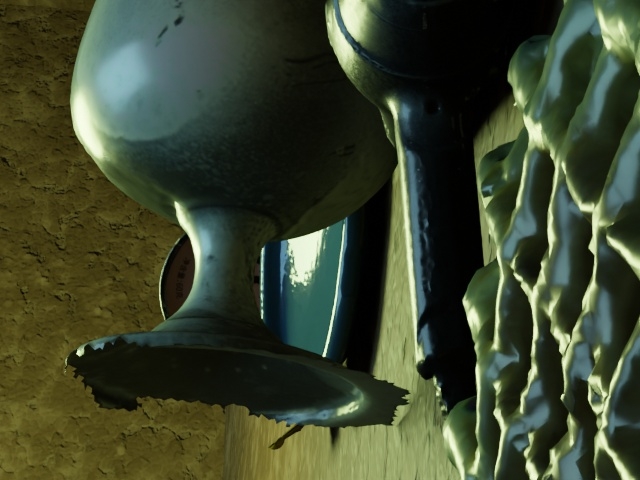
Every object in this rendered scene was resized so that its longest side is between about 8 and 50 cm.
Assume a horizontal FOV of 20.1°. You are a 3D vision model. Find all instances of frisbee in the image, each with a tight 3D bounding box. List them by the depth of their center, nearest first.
[{"bbox_3d":[0.005,0.000,1.417,0.289,0.049,0.289,-176,90,-76],"label":"frisbee"}]

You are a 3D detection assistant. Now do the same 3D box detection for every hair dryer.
[{"bbox_3d":[0.052,-0.008,0.855,0.235,0.091,0.271,79,-171,-74],"label":"hair dryer"}]

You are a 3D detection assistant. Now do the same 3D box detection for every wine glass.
[{"bbox_3d":[-0.049,-0.054,1.166,0.238,0.238,0.323,112,163,-72],"label":"wine glass"}]

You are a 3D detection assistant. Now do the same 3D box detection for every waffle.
[{"bbox_3d":[0.088,0.047,0.515,0.309,0.056,0.292,107,166,-63],"label":"waffle"}]

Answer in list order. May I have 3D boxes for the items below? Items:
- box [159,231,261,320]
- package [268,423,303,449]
[{"bbox_3d":[-0.071,0.041,1.721,0.135,0.151,0.151,-67,-18,-84],"label":"box"},{"bbox_3d":[-0.012,0.113,1.540,0.071,0.047,0.131,121,154,-66],"label":"package"}]
